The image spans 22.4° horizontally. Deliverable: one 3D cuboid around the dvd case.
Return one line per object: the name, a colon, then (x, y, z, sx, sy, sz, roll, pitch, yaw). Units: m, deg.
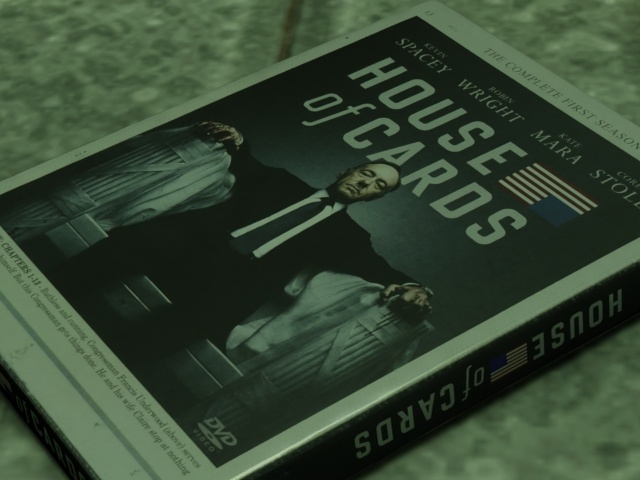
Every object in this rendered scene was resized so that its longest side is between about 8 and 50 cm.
dvd case: (0.000, 0.000, 0.556, 0.238, 0.030, 0.179, -27, 43, -23)
